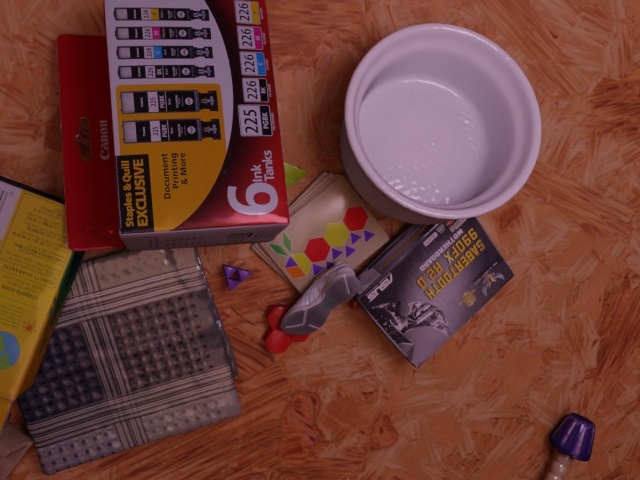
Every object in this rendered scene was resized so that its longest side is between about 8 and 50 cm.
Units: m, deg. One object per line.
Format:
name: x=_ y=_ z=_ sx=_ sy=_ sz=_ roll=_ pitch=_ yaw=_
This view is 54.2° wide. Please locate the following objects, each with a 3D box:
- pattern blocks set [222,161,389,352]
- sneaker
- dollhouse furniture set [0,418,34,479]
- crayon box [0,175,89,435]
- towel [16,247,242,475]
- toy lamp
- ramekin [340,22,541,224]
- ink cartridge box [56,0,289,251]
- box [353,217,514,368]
pattern blocks set: x=0.000 y=0.000 z=0.990 sx=0.324 sy=0.026 sz=0.286 roll=-31 pitch=109 yaw=-6
sneaker: x=-0.002 y=0.091 z=0.972 sx=0.152 sy=0.061 sz=0.053 roll=-40 pitch=119 yaw=17
dollhouse furniture set: x=-0.525 y=0.301 z=0.860 sx=0.144 sy=0.151 sz=0.123 roll=37 pitch=92 yaw=7
crayon box: x=-0.456 y=0.073 z=0.837 sx=0.202 sy=0.081 sz=0.319 roll=22 pitch=88 yaw=-8
towel: x=-0.302 y=0.171 z=0.952 sx=0.324 sy=0.056 sz=0.312 roll=-15 pitch=102 yaw=-8
toy lamp: x=0.434 y=0.454 z=1.167 sx=0.080 sy=0.080 sz=0.275 roll=18 pitch=98 yaw=-16
ramekin: x=0.159 y=-0.154 z=0.902 sx=0.277 sy=0.135 sz=0.277 roll=2 pitch=80 yaw=-9
ink cartridge box: x=-0.196 y=-0.149 z=0.800 sx=0.271 sy=0.130 sz=0.310 roll=-5 pitch=81 yaw=-16
box: x=0.180 y=0.067 z=1.017 sx=0.231 sy=0.056 sz=0.183 roll=-42 pitch=115 yaw=-5
